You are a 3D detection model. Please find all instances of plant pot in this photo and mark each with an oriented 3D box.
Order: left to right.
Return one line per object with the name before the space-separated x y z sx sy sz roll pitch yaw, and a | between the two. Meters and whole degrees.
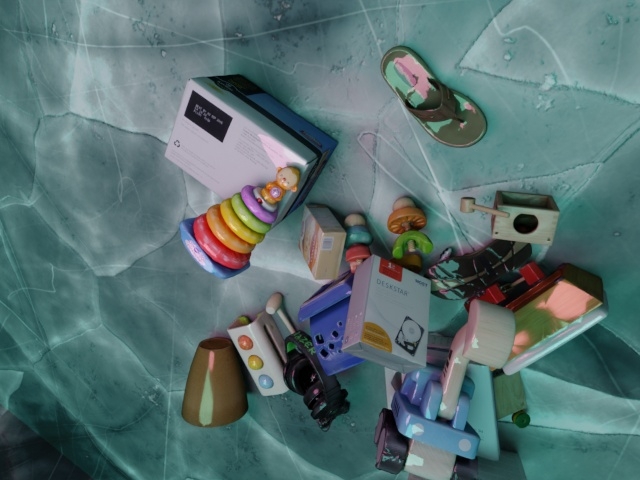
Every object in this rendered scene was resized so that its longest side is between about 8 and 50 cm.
plant pot | -0.378 0.491 1.512 0.237 0.237 0.254 5 98 19
plant pot | 0.092 0.207 1.191 0.236 0.236 0.212 -35 89 30

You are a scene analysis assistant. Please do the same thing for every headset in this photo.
headset | 0.004 0.453 1.339 0.243 0.185 0.393 32 138 50

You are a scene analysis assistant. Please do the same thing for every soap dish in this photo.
soap dish | 0.533 0.183 1.017 0.118 0.229 0.291 52 121 15

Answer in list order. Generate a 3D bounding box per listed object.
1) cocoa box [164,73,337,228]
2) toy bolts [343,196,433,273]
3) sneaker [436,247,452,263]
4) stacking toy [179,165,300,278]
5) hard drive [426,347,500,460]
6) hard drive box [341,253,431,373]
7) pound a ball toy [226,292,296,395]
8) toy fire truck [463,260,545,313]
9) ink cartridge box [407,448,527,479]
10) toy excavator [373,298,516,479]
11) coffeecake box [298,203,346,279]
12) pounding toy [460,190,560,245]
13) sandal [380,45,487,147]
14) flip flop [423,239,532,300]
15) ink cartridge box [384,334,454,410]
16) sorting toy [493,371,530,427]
cocoa box | -0.176 -0.240 1.099 0.347 0.228 0.231 36 122 4
toy bolts | 0.171 -0.004 1.140 0.229 0.158 0.218 -9 150 5
sneaker | 0.351 0.069 1.139 0.069 0.038 0.098 27 126 6
stacking toy | -0.160 -0.062 0.970 0.302 0.166 0.175 -39 86 18
hard drive | 0.384 0.460 1.187 0.210 0.040 0.318 1 113 36
hard drive box | 0.165 0.178 1.018 0.181 0.232 0.089 24 144 -15
pound a ball toy | -0.176 0.357 1.407 0.208 0.136 0.319 -17 105 26
toy fire truck | 0.469 0.130 1.083 0.047 0.135 0.192 61 160 19
ink cartridge box | 0.412 0.676 1.176 0.308 0.385 0.091 7 89 19
toy excavator | 0.297 0.360 1.008 0.223 0.433 0.444 16 84 6
coffeecake box | 0.000 0.000 1.158 0.068 0.185 0.142 0 117 -18
pounding toy | 0.428 -0.047 0.974 0.206 0.181 0.094 8 115 18
sandal | 0.253 -0.326 0.979 0.303 0.086 0.120 41 120 1
flip flop | 0.402 0.067 1.083 0.277 0.080 0.112 -29 84 7
ink cartridge box | 0.333 0.430 1.279 0.261 0.066 0.296 1 111 21
sorting toy | 0.505 0.426 1.194 0.132 0.046 0.274 -20 104 -7
